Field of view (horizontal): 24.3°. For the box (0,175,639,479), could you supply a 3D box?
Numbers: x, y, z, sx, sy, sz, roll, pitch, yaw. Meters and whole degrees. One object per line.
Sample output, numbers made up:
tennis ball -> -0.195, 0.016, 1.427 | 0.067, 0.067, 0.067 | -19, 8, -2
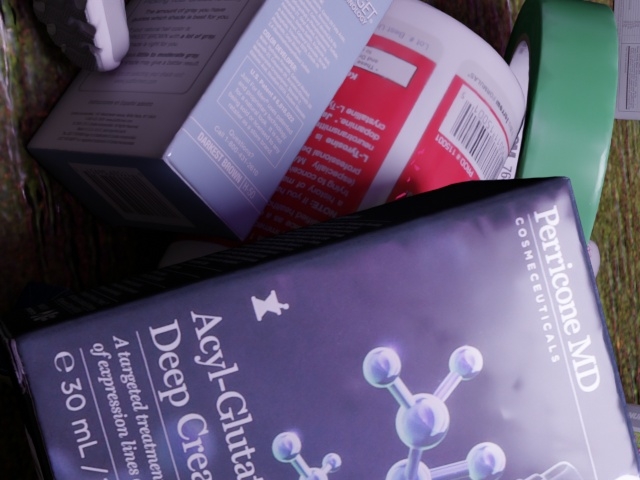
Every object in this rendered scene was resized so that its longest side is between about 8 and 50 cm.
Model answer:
box -> 0.000, 0.144, 1.064 | 0.396, 0.212, 0.293 | -17, 95, -14

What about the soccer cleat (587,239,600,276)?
soccer cleat -> 0.222, 0.123, 1.597 | 0.331, 0.143, 0.116 | -38, 158, -33

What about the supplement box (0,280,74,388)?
supplement box -> -0.216, 0.092, 1.218 | 0.083, 0.056, 0.083 | 46, 64, -39

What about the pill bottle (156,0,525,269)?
pill bottle -> 0.000, 0.000, 1.303 | 0.229, 0.229, 0.407 | 46, 64, -39

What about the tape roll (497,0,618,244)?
tape roll -> 0.216, -0.082, 1.479 | 0.077, 0.321, 0.321 | 9, 90, -1

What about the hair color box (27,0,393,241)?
hair color box -> -0.061, -0.184, 1.243 | 0.113, 0.185, 0.374 | 48, 63, -37

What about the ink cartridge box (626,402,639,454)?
ink cartridge box -> 0.443, 0.355, 1.753 | 0.130, 0.309, 0.271 | 47, 64, -39

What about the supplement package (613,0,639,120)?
supplement package -> 0.511, -0.236, 1.770 | 0.199, 0.263, 0.198 | -5, 99, -45

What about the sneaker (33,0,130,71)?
sneaker -> -0.175, -0.274, 1.162 | 0.115, 0.105, 0.281 | -16, 107, -34
